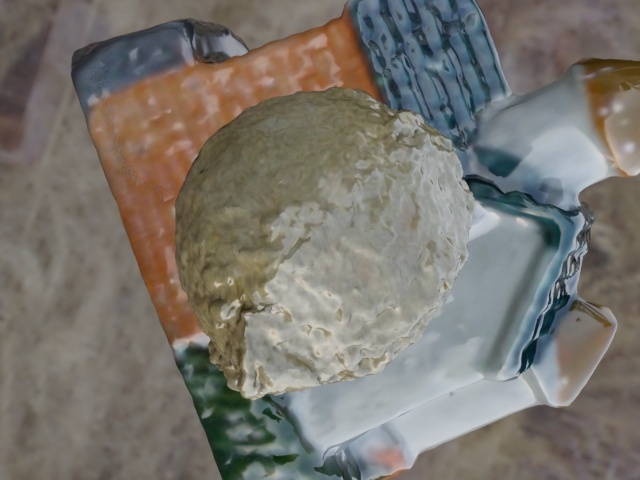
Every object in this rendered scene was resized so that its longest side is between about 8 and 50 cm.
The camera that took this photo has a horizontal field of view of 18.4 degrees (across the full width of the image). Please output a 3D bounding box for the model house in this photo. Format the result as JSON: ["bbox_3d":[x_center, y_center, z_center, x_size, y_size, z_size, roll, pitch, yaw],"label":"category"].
[{"bbox_3d":[0.057,-0.018,1.021,0.190,0.301,0.271,-2,71,-75],"label":"model house"}]

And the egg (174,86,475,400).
[{"bbox_3d":[0.000,0.000,0.762,0.140,0.116,0.118,-39,137,-60],"label":"egg"}]
